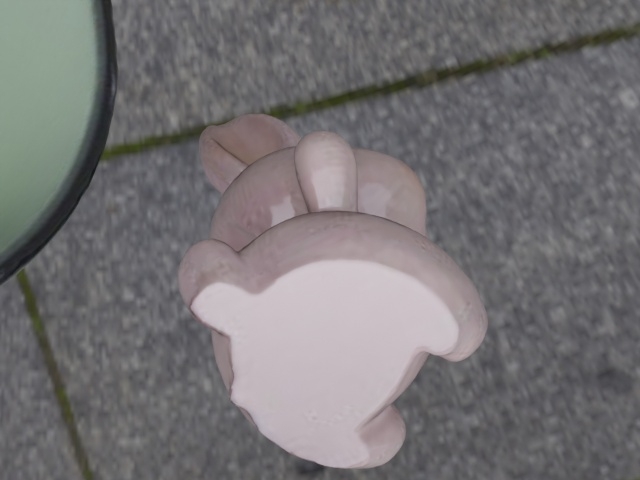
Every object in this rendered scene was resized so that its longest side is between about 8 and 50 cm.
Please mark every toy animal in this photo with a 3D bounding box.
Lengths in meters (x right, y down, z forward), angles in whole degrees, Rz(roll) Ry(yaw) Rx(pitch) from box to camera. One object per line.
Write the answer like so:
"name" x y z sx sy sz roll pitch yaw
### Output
"toy animal" 0.002 0.001 0.807 0.124 0.212 0.124 -2 116 -4

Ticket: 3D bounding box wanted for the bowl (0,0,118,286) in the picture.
"bowl" -0.274 -0.068 0.709 0.354 0.354 0.185 24 138 -20
